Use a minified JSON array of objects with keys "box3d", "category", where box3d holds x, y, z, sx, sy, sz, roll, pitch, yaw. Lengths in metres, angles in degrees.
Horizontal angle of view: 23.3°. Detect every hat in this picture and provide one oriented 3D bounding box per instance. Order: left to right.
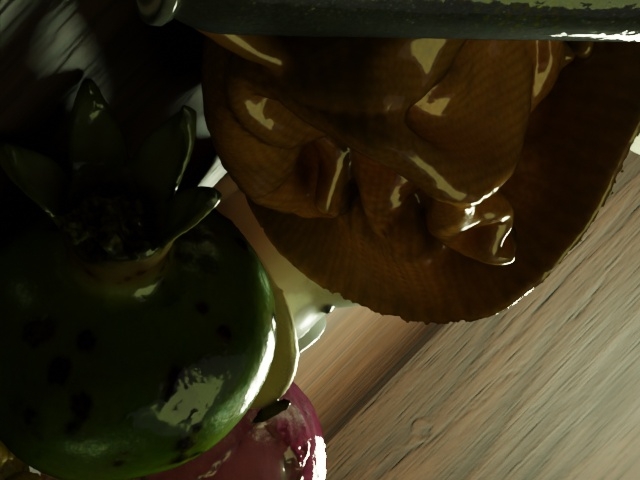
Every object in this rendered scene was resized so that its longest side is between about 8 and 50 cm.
[{"box3d":[0.001,-0.082,0.698,0.233,0.244,0.234,9,84,-58],"category":"hat"}]

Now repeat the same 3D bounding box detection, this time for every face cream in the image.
[{"box3d":[0.042,-0.113,0.586,0.283,0.073,0.073,-2,151,-20],"category":"face cream"}]

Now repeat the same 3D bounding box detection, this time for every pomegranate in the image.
[{"box3d":[-0.101,0.019,0.753,0.156,0.156,0.220,-36,135,-41],"category":"pomegranate"}]

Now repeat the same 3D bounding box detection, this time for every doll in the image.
[{"box3d":[-0.016,0.005,0.978,0.208,0.144,0.271,-23,-170,3],"category":"doll"}]

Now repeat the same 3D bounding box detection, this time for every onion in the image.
[{"box3d":[-0.088,0.159,1.084,0.200,0.200,0.207,-31,163,-53],"category":"onion"}]

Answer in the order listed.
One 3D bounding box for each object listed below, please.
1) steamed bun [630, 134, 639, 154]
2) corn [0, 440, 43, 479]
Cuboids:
[{"box3d":[0.452,-0.225,1.567,0.368,0.255,0.342,-50,166,19],"category":"steamed bun"},{"box3d":[-0.248,0.213,0.977,0.101,0.101,0.310,-34,165,-45],"category":"corn"}]
